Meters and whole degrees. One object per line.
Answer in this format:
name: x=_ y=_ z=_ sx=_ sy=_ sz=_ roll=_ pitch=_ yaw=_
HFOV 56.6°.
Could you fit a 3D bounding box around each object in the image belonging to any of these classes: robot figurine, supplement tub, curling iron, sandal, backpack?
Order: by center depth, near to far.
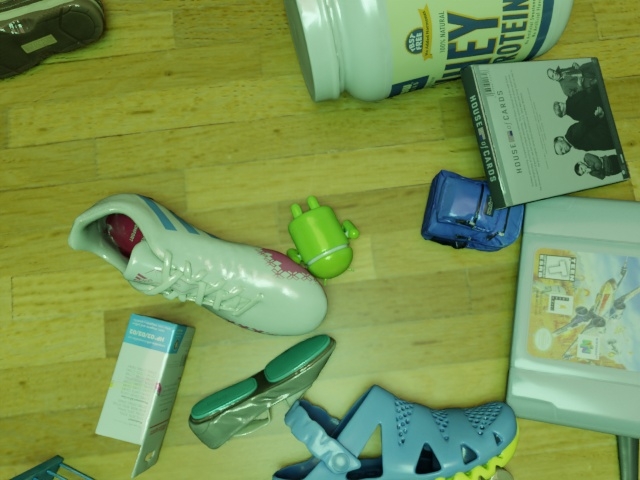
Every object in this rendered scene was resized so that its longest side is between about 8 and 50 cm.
sandal: x=0.081 y=0.239 z=0.715 sx=0.317 sy=0.126 sz=0.138 roll=-13 pitch=84 yaw=-4
supplement tub: x=0.123 y=-0.316 z=0.763 sx=0.324 sy=0.235 sz=0.235 roll=-16 pitch=80 yaw=-2
curling iron: x=0.408 y=0.196 z=0.766 sx=0.068 sy=0.035 sz=0.274 roll=9 pitch=80 yaw=2
backpack: x=0.204 y=-0.033 z=0.780 sx=0.120 sy=0.101 sz=0.098 roll=14 pitch=87 yaw=0
robot figurine: x=0.000 y=0.000 z=0.791 sx=0.101 sy=0.067 sz=0.115 roll=-26 pitch=81 yaw=-3

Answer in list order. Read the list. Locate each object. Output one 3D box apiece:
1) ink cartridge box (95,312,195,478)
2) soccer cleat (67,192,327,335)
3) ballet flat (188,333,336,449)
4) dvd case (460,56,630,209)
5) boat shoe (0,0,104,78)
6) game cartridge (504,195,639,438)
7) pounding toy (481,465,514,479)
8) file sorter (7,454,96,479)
ink cartridge box: x=-0.219 y=0.188 z=0.740 sx=0.061 sy=0.104 sz=0.181 roll=13 pitch=80 yaw=3
soccer cleat: x=-0.156 y=0.044 z=0.737 sx=0.331 sy=0.143 sz=0.116 roll=24 pitch=109 yaw=9
ballet flat: x=-0.065 y=0.197 z=0.765 sx=0.213 sy=0.072 sz=0.068 roll=-29 pitch=108 yaw=-4
dvd case: x=0.297 y=-0.146 z=0.772 sx=0.238 sy=0.029 sz=0.179 roll=-12 pitch=87 yaw=-28
boat shoe: x=-0.434 y=-0.304 z=0.853 sx=0.257 sy=0.095 sz=0.095 roll=-13 pitch=56 yaw=-1
game cartridge: x=0.350 y=0.089 z=0.757 sx=0.198 sy=0.062 sz=0.297 roll=5 pitch=79 yaw=20
pounding toy: x=0.215 y=0.380 z=0.705 sx=0.181 sy=0.094 sz=0.206 roll=2 pitch=80 yaw=1
file sorter: x=-0.322 y=0.342 z=0.683 sx=0.104 sy=0.170 sz=0.118 roll=27 pitch=81 yaw=2
